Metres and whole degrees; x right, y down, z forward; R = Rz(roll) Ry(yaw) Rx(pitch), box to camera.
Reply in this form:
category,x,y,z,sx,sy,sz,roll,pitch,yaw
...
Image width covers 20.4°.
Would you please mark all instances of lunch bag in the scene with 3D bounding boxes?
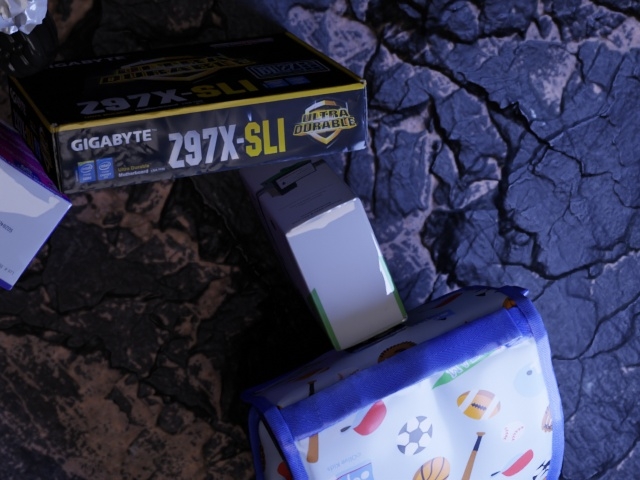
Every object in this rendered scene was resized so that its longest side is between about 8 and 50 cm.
category,x,y,z,sx,sy,sz,roll,pitch,yaw
lunch bag,0.092,0.216,2.003,0.328,0.239,0.385,-24,153,-10

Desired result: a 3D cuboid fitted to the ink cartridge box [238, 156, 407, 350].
category,x,y,z,sx,sy,sz,roll,pitch,yaw
ink cartridge box,0.000,0.000,1.965,0.092,0.219,0.160,-26,115,-6

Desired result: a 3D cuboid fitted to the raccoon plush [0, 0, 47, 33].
category,x,y,z,sx,sy,sz,roll,pitch,yaw
raccoon plush,-0.233,-0.438,1.699,0.299,0.216,0.446,-15,98,-16

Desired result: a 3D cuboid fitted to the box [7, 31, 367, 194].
category,x,y,z,sx,sy,sz,roll,pitch,yaw
box,-0.142,-0.138,1.840,0.322,0.257,0.079,-9,112,-16

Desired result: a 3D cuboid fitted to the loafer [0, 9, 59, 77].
category,x,y,z,sx,sy,sz,roll,pitch,yaw
loafer,-0.339,-0.274,1.825,0.076,0.078,0.223,-21,104,26

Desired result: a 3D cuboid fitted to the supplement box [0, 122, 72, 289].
category,x,y,z,sx,sy,sz,roll,pitch,yaw
supplement box,-0.348,-0.055,1.815,0.111,0.220,0.114,35,93,-28
